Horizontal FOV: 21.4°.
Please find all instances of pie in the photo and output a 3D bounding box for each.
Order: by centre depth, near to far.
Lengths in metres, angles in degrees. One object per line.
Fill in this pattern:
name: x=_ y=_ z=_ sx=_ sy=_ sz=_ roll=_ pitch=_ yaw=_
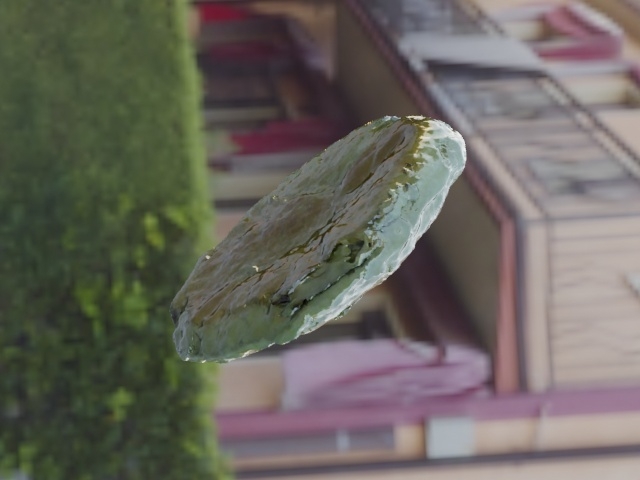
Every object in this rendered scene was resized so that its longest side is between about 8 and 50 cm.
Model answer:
pie: x=0.000 y=0.000 z=1.430 sx=0.071 sy=0.306 sz=0.306 roll=46 pitch=9 yaw=-19
